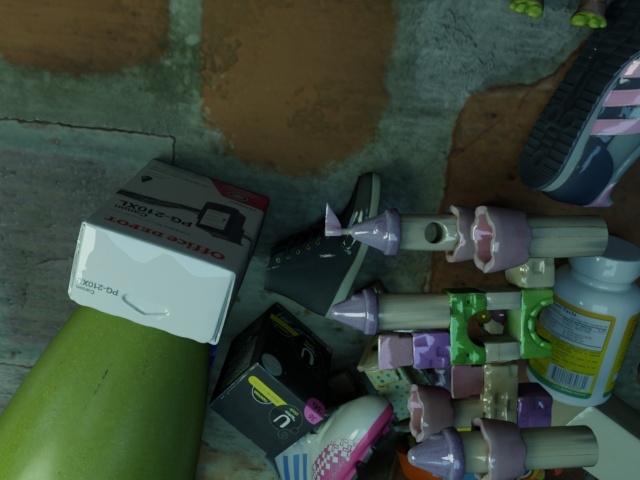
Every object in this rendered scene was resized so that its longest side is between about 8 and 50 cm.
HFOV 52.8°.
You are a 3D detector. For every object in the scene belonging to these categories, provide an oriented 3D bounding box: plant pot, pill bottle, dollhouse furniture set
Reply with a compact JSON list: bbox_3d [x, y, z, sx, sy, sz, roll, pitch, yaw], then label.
[{"bbox_3d":[-0.255,0.198,0.825,0.274,0.275,0.294,21,89,-5],"label":"plant pot"},{"bbox_3d":[0.350,0.102,0.849,0.117,0.118,0.209,7,114,2],"label":"pill bottle"},{"bbox_3d":[0.050,0.182,0.912,0.160,0.101,0.182,-27,101,24],"label":"dollhouse furniture set"}]

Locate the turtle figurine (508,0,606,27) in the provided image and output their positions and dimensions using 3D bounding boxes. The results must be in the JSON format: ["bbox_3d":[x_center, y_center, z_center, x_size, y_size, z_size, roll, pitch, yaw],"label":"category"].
[{"bbox_3d":[0.272,-0.348,0.677,0.269,0.087,0.218,7,122,-8],"label":"turtle figurine"}]

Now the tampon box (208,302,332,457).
[{"bbox_3d":[-0.064,0.190,0.899,0.120,0.161,0.101,42,110,-14],"label":"tampon box"}]

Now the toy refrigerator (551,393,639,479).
[{"bbox_3d":[0.442,0.307,0.939,0.269,0.102,0.094,35,112,-11],"label":"toy refrigerator"}]

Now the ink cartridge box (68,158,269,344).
[{"bbox_3d":[-0.171,0.003,0.784,0.171,0.237,0.100,18,114,-3],"label":"ink cartridge box"}]

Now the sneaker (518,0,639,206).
[{"bbox_3d":[0.367,-0.179,0.745,0.131,0.112,0.319,20,118,-22],"label":"sneaker"}]

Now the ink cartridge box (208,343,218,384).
[{"bbox_3d":[-0.270,0.269,1.006,0.165,0.065,0.333,15,113,-1],"label":"ink cartridge box"}]

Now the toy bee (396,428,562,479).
[{"bbox_3d":[0.256,0.344,0.917,0.162,0.298,0.195,-27,133,-24],"label":"toy bee"}]

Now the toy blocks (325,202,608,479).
[{"bbox_3d":[0.135,0.096,0.755,0.259,0.309,0.289,-2,97,-5],"label":"toy blocks"}]

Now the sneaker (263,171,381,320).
[{"bbox_3d":[0.000,0.000,0.853,0.118,0.083,0.222,19,115,-3],"label":"sneaker"}]

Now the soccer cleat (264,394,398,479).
[{"bbox_3d":[-0.007,0.287,0.907,0.143,0.116,0.331,39,141,13],"label":"soccer cleat"}]
